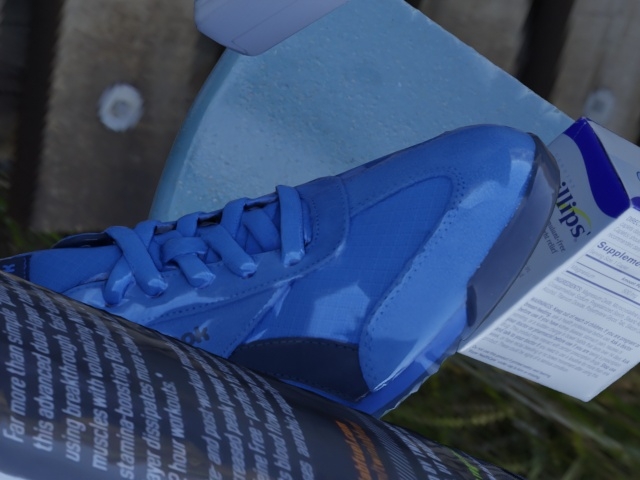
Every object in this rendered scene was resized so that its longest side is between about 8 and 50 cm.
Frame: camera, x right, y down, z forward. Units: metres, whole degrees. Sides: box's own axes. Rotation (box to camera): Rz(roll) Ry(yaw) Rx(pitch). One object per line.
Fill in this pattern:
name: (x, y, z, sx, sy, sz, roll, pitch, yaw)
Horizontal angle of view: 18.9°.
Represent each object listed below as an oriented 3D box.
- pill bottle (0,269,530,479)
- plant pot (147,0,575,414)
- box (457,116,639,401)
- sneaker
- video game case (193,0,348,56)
pill bottle: (-0.067, 0.074, 0.390, 0.245, 0.130, 0.130, 25, 95, -31)
plant pot: (0.000, 0.000, 1.304, 0.247, 0.248, 0.252, 36, 71, 6)
box: (0.151, 0.014, 1.102, 0.126, 0.072, 0.137, 23, 125, -43)
sneaker: (-0.036, 0.023, 0.513, 0.209, 0.069, 0.082, -34, 111, 16)
video game case: (0.054, -0.178, 0.487, 0.026, 0.227, 0.206, 27, 53, -34)
